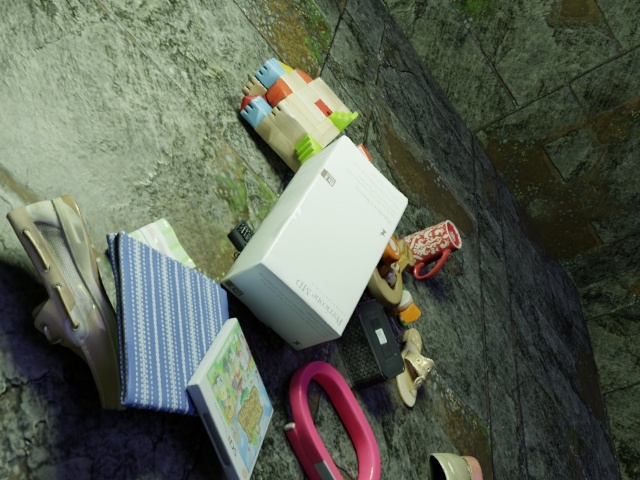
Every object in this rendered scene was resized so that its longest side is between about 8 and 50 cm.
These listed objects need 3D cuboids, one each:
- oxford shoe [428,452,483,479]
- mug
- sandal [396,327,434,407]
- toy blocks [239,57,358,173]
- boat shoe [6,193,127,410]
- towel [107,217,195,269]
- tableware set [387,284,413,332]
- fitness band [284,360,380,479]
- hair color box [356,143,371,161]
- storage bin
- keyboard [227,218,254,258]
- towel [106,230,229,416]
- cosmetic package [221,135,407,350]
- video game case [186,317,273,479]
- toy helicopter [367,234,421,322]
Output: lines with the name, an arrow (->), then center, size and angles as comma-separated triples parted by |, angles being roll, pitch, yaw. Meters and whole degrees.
oxford shoe -> 0.289, 0.648, 1.442 | 0.130, 0.123, 0.348 | 19, 47, -17
mug -> 0.328, 0.031, 1.913 | 0.113, 0.169, 0.150 | -5, 71, -60
sandal -> 0.252, 0.309, 1.655 | 0.088, 0.079, 0.240 | 49, 32, -24
toy blocks -> -0.070, -0.332, 1.593 | 0.261, 0.190, 0.381 | 47, 30, -6
boat shoe -> -0.335, 0.094, 0.871 | 0.098, 0.109, 0.303 | -18, 95, -25
towel -> -0.276, 0.029, 1.083 | 0.113, 0.023, 0.152 | 60, 29, -7
tableware set -> 0.220, 0.178, 1.768 | 0.104, 0.024, 0.154 | 62, 29, -2
fitness band -> 0.024, 0.378, 1.264 | 0.291, 0.054, 0.209 | 63, 26, -3
hair color box -> 0.036, -0.169, 1.602 | 0.053, 0.167, 0.093 | 59, 29, -6
storage bin -> 0.108, 0.236, 1.477 | 0.122, 0.084, 0.180 | -5, 72, -59
keyboard -> -0.113, 0.047, 1.321 | 0.192, 0.038, 0.100 | 54, 30, -15
towel -> -0.214, 0.145, 0.980 | 0.336, 0.040, 0.243 | 46, 30, -65
cosmetic package -> 0.000, 0.000, 1.294 | 0.217, 0.156, 0.385 | 42, 49, -18
video game case -> -0.136, 0.255, 1.037 | 0.212, 0.023, 0.193 | -68, 141, -69
toy helicopter -> 0.195, 0.082, 1.698 | 0.235, 0.140, 0.355 | 63, 24, -1
